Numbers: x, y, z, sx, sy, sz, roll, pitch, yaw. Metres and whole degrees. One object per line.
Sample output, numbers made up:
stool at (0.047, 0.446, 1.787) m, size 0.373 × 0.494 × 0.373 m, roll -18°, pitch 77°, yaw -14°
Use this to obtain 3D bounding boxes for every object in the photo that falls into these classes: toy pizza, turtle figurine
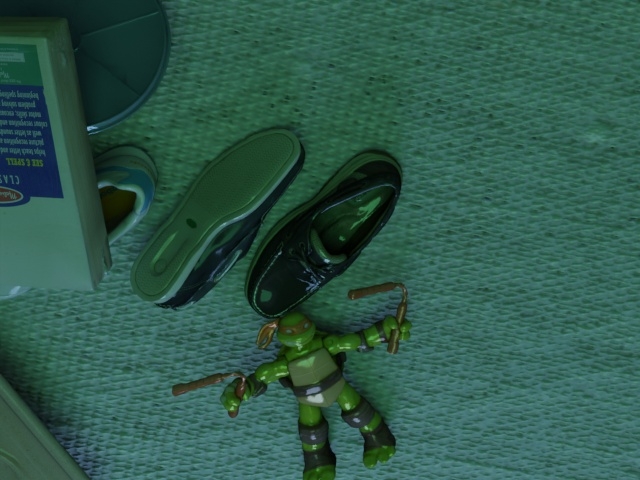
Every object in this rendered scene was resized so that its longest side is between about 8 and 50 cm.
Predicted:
toy pizza at (-0.247, -0.191, 1.867) m, size 0.201 × 0.032 × 0.201 m, roll 0°, pitch 70°, yaw -1°
turtle figurine at (-0.015, 0.157, 2.029) m, size 0.269 × 0.087 × 0.217 m, roll -25°, pitch 120°, yaw -8°

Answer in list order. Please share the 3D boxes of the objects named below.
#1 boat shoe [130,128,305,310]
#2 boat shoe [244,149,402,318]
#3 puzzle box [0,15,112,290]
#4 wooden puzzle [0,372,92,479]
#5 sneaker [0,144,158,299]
boat shoe at (-0.099, -0.021, 1.980) m, size 0.233 × 0.084 × 0.079 m, roll -48°, pitch 143°, yaw 7°
boat shoe at (0.001, 0.000, 1.980) m, size 0.080 × 0.073 × 0.223 m, roll 40°, pitch 104°, yaw -15°
puzzle box at (-0.415, -0.089, 1.853) m, size 0.409 × 0.052 × 0.272 m, roll 4°, pitch 120°, yaw 19°
wooden puzzle at (-0.459, 0.240, 2.056) m, size 0.348 × 0.080 × 0.322 m, roll -32°, pitch 108°, yaw 15°
sneaker at (-0.271, -0.012, 1.956) m, size 0.229 × 0.092 × 0.087 m, roll -36°, pitch 109°, yaw 12°
